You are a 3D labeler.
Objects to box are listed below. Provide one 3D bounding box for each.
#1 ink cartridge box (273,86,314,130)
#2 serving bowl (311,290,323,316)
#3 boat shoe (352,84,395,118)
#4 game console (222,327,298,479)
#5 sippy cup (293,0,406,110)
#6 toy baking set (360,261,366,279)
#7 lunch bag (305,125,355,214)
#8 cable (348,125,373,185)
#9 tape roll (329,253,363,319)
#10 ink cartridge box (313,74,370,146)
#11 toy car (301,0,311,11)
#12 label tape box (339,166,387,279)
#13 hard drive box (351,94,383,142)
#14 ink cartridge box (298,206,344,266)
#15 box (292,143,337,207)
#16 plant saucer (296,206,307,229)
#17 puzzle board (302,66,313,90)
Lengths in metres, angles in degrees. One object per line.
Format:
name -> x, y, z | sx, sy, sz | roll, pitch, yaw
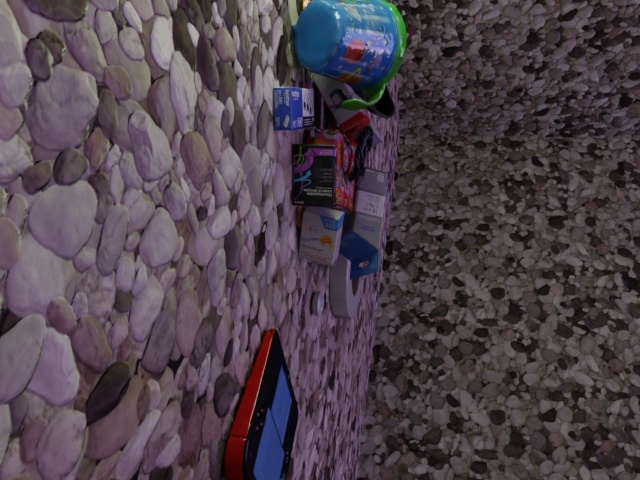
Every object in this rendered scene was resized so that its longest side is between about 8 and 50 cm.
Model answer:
ink cartridge box -> -0.062, -0.322, 1.241 | 0.207, 0.046, 0.097 | -46, 137, -69
serving bowl -> -0.012, 0.203, 1.633 | 0.083, 0.027, 0.084 | 3, 90, -76
boat shoe -> 0.181, -0.492, 1.656 | 0.112, 0.095, 0.335 | -57, 162, 4
game console -> -0.118, 0.454, 1.196 | 0.342, 0.060, 0.387 | -72, 161, -45
sippy cup -> 0.060, -0.506, 1.283 | 0.224, 0.306, 0.240 | -11, 146, -45
toy baking set -> 0.153, 0.014, 1.973 | 0.196, 0.030, 0.257 | -37, 122, -65
lunch bag -> 0.035, -0.217, 1.517 | 0.293, 0.120, 0.259 | 24, 70, -75
cable -> 0.117, -0.262, 1.486 | 0.151, 0.047, 0.185 | 87, 20, -54
tape roll -> 0.111, 0.119, 2.033 | 0.392, 0.071, 0.393 | 3, 90, -77
ink cartridge box -> 0.076, -0.396, 1.503 | 0.231, 0.078, 0.134 | 60, 16, -1
toy car -> -0.018, -0.639, 1.344 | 0.060, 0.040, 0.122 | 69, 28, -60
label tape box -> 0.117, -0.052, 1.714 | 0.240, 0.105, 0.334 | 150, -50, -68
hard drive box -> 0.116, -0.403, 1.702 | 0.181, 0.089, 0.232 | 60, 13, 3
ink cartridge box -> 0.000, 0.000, 1.423 | 0.062, 0.104, 0.182 | -54, 155, -58
box -> -0.016, -0.168, 1.322 | 0.029, 0.115, 0.162 | -41, 133, -69
plant saucer -> -0.051, -0.072, 1.422 | 0.083, 0.013, 0.084 | 3, 90, -77
puzzle board -> -0.033, -0.419, 1.409 | 0.096, 0.011, 0.128 | -44, 137, -70
